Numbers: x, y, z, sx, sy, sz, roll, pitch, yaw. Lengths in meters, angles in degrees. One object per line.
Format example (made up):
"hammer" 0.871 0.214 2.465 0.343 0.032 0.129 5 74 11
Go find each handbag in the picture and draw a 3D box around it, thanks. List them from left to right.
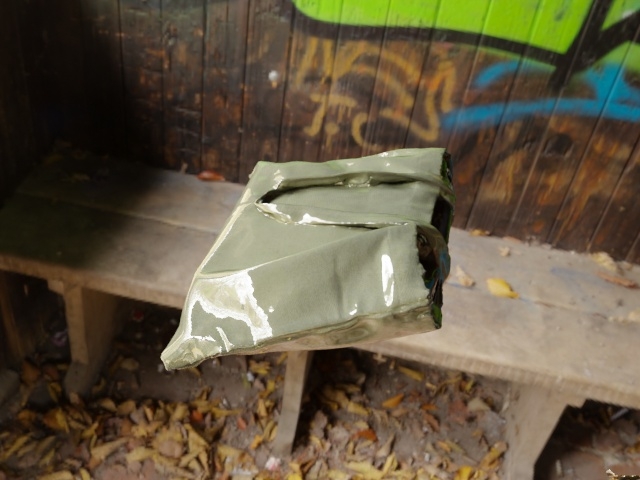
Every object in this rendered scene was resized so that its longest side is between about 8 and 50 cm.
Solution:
"handbag" 0.004 -0.002 0.685 0.253 0.109 0.316 -6 31 17

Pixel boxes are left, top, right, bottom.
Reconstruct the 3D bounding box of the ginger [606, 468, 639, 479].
"ginger" 0.280 0.197 0.484 0.309 0.107 0.133 -30 19 18
